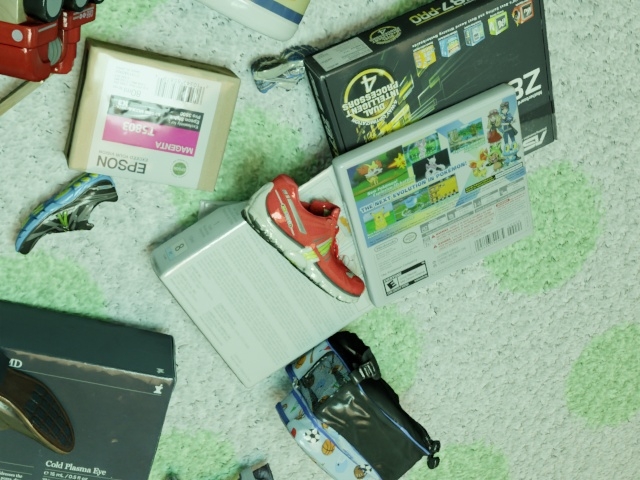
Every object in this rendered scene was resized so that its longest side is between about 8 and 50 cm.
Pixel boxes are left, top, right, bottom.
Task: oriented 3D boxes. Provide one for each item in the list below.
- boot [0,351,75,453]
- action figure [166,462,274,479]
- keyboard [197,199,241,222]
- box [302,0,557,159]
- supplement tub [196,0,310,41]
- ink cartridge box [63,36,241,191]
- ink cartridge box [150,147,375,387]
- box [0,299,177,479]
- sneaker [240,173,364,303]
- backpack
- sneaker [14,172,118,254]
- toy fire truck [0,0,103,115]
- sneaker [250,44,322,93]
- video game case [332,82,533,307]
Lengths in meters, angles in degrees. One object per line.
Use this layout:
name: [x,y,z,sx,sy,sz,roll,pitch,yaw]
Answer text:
boot: [-0.461,0.245,1.280,0.106,0.082,0.219,-27,115,21]
action figure: [-0.221,0.507,1.668,0.284,0.099,0.185,-17,126,-8]
keyboard: [-0.088,-0.032,1.535,0.255,0.014,0.072,1,117,-20]
box: [0.196,-0.234,1.478,0.394,0.097,0.318,-25,130,-8]
supplement tub: [-0.075,-0.467,1.229,0.228,0.228,0.316,21,104,-26]
ink cartridge box: [-0.261,-0.191,1.361,0.234,0.088,0.193,8,108,-23]
ink cartridge box: [-0.049,0.040,1.510,0.385,0.091,0.308,-34,126,-4]
box: [-0.435,0.291,1.420,0.343,0.179,0.313,14,105,-15]
sneaker: [0.000,0.000,1.393,0.118,0.107,0.279,-48,128,-3]
backpack: [0.048,0.301,1.583,0.213,0.263,0.277,-35,116,4]
sneaker: [-0.401,-0.035,1.388,0.188,0.067,0.078,-37,113,-5]
toy fire truck: [-0.410,-0.263,1.218,0.158,0.217,0.247,13,115,6]
sneaker: [-0.048,-0.276,1.428,0.135,0.052,0.058,-18,133,-14]
video game case: [0.202,-0.071,1.489,0.328,0.036,0.300,-24,125,-11]
